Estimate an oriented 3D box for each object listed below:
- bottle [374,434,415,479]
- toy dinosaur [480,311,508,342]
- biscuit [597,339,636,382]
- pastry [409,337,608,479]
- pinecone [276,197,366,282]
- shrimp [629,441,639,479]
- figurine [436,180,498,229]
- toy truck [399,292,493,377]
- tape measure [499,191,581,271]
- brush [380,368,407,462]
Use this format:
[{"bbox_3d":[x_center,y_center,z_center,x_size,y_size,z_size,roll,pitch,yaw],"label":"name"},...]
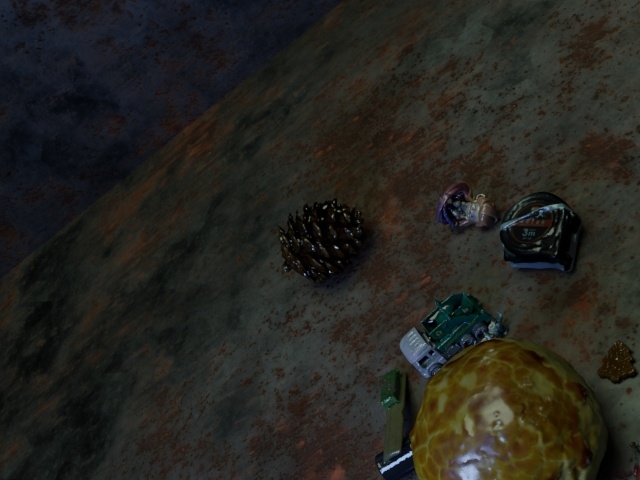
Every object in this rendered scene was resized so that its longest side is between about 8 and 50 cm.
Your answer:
[{"bbox_3d":[0.234,0.442,1.940,0.244,0.072,0.082,-35,79,17],"label":"bottle"},{"bbox_3d":[0.397,0.206,2.008,0.030,0.047,0.083,16,71,53],"label":"toy dinosaur"},{"bbox_3d":[0.601,0.245,1.786,0.082,0.016,0.092,-17,45,43],"label":"biscuit"},{"bbox_3d":[0.347,0.368,1.683,0.389,0.312,0.388,-25,44,26],"label":"pastry"},{"bbox_3d":[0.000,0.000,2.473,0.272,0.224,0.224,-34,38,8],"label":"pinecone"},{"bbox_3d":[0.601,0.441,1.590,0.101,0.042,0.190,-41,37,23],"label":"shrimp"},{"bbox_3d":[0.381,-0.086,2.256,0.157,0.114,0.126,8,99,20],"label":"figurine"},{"bbox_3d":[0.285,0.210,2.062,0.216,0.116,0.110,-43,37,8],"label":"toy truck"},{"bbox_3d":[0.511,-0.020,2.045,0.182,0.107,0.181,4,63,47],"label":"tape measure"},{"bbox_3d":[0.165,0.391,2.017,0.054,0.048,0.282,-38,19,24],"label":"brush"}]
